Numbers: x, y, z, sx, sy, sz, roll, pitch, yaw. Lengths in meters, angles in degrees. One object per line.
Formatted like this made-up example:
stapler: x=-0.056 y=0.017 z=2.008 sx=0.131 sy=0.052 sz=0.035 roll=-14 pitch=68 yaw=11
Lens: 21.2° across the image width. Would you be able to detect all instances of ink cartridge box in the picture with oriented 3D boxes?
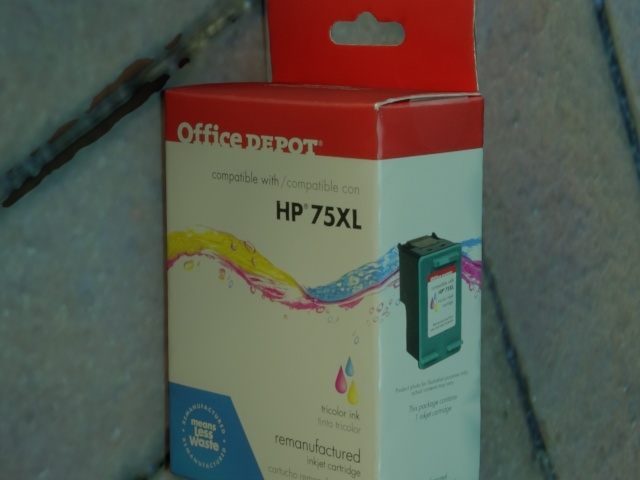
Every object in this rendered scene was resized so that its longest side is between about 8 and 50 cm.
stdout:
ink cartridge box: x=0.000 y=0.000 z=0.774 sx=0.078 sy=0.134 sz=0.231 roll=-10 pitch=102 yaw=-47
